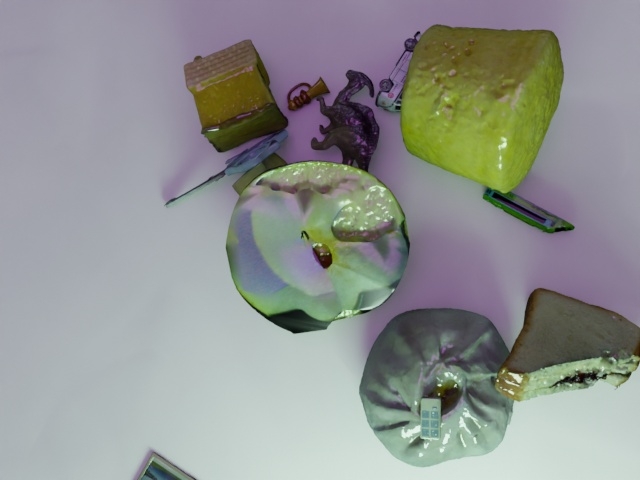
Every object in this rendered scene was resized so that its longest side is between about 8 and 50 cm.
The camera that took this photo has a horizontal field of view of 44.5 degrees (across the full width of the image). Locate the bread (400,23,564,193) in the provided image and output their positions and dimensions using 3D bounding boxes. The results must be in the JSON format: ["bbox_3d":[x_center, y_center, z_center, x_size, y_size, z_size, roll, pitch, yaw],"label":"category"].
[{"bbox_3d":[0.339,-0.300,1.667,0.307,0.348,0.348,21,85,18],"label":"bread"}]

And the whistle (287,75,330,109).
[{"bbox_3d":[-0.037,-0.359,1.896,0.109,0.046,0.057,-25,91,11],"label":"whistle"}]

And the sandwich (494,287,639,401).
[{"bbox_3d":[0.510,0.237,1.589,0.254,0.100,0.288,26,43,15],"label":"sandwich"}]

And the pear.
[{"bbox_3d":[0.000,-0.005,1.742,0.398,0.165,0.399,1,104,5],"label":"pear"}]

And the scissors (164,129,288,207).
[{"bbox_3d":[-0.236,-0.163,1.864,0.360,0.191,0.029,-25,109,20],"label":"scissors"}]

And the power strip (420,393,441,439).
[{"bbox_3d":[0.218,0.351,1.548,0.040,0.016,0.090,1,91,16],"label":"power strip"}]

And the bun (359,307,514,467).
[{"bbox_3d":[0.246,0.301,1.653,0.354,0.194,0.355,-1,81,9],"label":"bun"}]

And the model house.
[{"bbox_3d":[-0.212,-0.359,1.858,0.193,0.175,0.234,-22,81,7],"label":"model house"}]

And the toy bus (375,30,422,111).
[{"bbox_3d":[0.206,-0.385,1.833,0.089,0.087,0.194,32,89,10],"label":"toy bus"}]

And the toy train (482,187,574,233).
[{"bbox_3d":[0.463,-0.061,1.749,0.209,0.044,0.042,30,87,14],"label":"toy train"}]

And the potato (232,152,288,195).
[{"bbox_3d":[-0.118,-0.122,1.870,0.120,0.081,0.149,-30,101,38],"label":"potato"}]

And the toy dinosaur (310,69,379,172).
[{"bbox_3d":[0.060,-0.258,1.821,0.162,0.077,0.294,-17,78,31],"label":"toy dinosaur"}]

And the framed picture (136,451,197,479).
[{"bbox_3d":[-0.356,0.576,1.813,0.149,0.011,0.109,28,87,13],"label":"framed picture"}]
